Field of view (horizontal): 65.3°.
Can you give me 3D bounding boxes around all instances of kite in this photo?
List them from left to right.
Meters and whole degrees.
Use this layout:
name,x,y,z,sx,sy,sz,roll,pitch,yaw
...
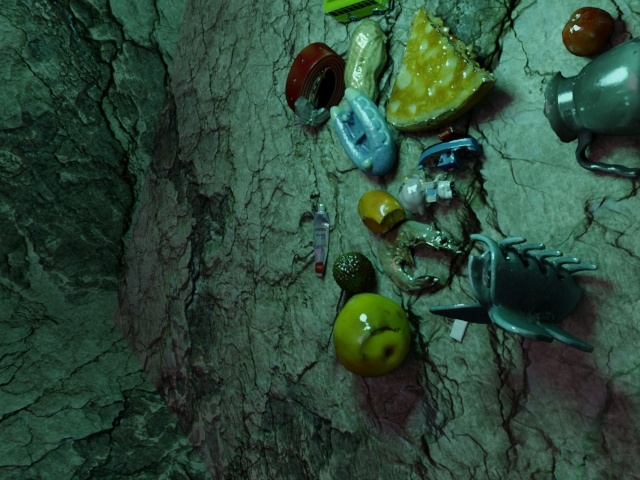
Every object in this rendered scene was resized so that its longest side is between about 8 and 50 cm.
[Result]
name,x,y,z,sx,sy,sz,roll,pitch,yaw
kite,0.064,0.280,1.892,0.234,0.016,0.321,102,-178,-85

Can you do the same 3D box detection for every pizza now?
name,x,y,z,sx,sy,sz,roll,pitch,yaw
pizza,0.382,-0.574,1.630,0.440,0.130,0.406,-11,81,55

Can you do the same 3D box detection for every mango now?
name,x,y,z,sx,sy,sz,roll,pitch,yaw
mango,0.206,-0.103,1.777,0.154,0.126,0.252,64,169,-20

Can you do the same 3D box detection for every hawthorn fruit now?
name,x,y,z,sx,sy,sz,roll,pitch,yaw
hawthorn fruit,0.700,-0.550,1.312,0.128,0.128,0.128,-2,87,45

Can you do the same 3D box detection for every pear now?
name,x,y,z,sx,sy,sz,roll,pitch,yaw
pear,0.157,0.320,1.725,0.336,0.285,0.285,-1,88,54

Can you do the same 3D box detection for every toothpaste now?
name,x,y,z,sx,sy,sz,roll,pitch,yaw
toothpaste,0.000,0.000,2.056,0.075,0.048,0.301,4,94,41

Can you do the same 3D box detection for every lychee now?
name,x,y,z,sx,sy,sz,roll,pitch,yaw
lychee,0.116,0.115,1.835,0.171,0.171,0.171,-2,87,45

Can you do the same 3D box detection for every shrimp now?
name,x,y,z,sx,sy,sz,roll,pitch,yaw
shrimp,0.329,0.054,1.699,0.360,0.085,0.247,-2,93,50

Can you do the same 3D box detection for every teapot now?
name,x,y,z,sx,sy,sz,roll,pitch,yaw
teapot,0.720,-0.331,1.266,0.285,0.305,0.223,-4,49,52

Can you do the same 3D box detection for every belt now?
name,x,y,z,sx,sy,sz,roll,pitch,yaw
belt,-0.015,-0.601,1.966,0.115,0.227,0.324,53,143,33

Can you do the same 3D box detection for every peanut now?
name,x,y,z,sx,sy,sz,roll,pitch,yaw
peanut,0.166,-0.638,1.845,0.153,0.140,0.325,5,101,6

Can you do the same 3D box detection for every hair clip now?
name,x,y,z,sx,sy,sz,roll,pitch,yaw
hair clip,0.530,0.134,1.310,0.392,0.318,0.238,177,109,-73

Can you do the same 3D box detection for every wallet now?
name,x,y,z,sx,sy,sz,roll,pitch,yaw
wallet,0.448,0.282,1.612,0.044,0.011,0.083,29,110,42

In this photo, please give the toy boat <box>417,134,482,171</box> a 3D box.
name,x,y,z,sx,sy,sz,roll,pitch,yaw
toy boat,0.408,-0.265,1.608,0.223,0.100,0.097,-11,64,44

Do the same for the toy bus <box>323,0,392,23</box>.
name,x,y,z,sx,sy,sz,roll,pitch,yaw
toy bus,0.135,-0.917,1.873,0.262,0.150,0.128,8,93,46

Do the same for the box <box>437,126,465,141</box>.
name,x,y,z,sx,sy,sz,roll,pitch,yaw
box,0.423,-0.336,1.607,0.051,0.082,0.023,-30,65,41

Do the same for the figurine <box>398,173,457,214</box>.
name,x,y,z,sx,sy,sz,roll,pitch,yaw
figurine,0.343,-0.154,1.663,0.229,0.112,0.137,-4,107,44

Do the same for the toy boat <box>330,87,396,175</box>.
name,x,y,z,sx,sy,sz,roll,pitch,yaw
toy boat,0.139,-0.375,1.802,0.330,0.123,0.215,61,145,3
